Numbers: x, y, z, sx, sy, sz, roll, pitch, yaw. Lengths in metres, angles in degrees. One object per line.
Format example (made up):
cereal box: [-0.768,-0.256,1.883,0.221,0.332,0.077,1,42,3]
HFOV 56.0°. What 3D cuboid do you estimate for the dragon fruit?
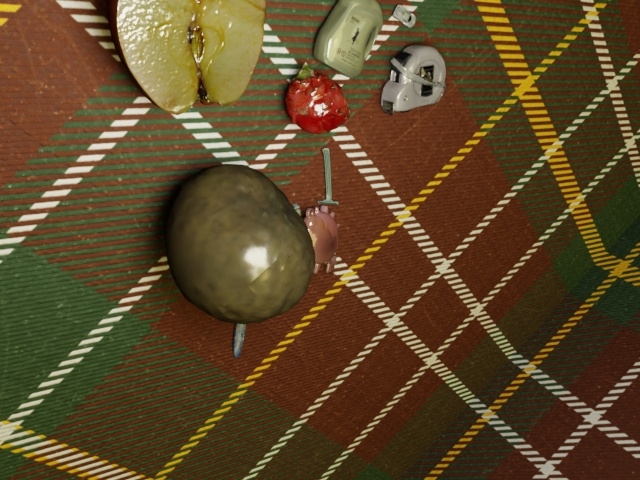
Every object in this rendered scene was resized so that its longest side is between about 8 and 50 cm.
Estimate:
dragon fruit: [-0.012,-0.389,1.714,0.209,0.172,0.172,39,91,-26]

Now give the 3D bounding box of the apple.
apple: [-0.305,-0.479,1.401,0.328,0.295,0.365,8,126,6]

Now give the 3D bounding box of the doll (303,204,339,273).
doll: [0.000,0.000,1.961,0.211,0.093,0.262,-57,141,-27]

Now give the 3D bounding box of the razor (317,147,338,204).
razor: [0.023,-0.206,1.926,0.068,0.037,0.191,3,117,12]

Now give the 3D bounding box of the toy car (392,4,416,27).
toy car: [0.257,-0.678,1.823,0.093,0.025,0.041,17,106,-38]

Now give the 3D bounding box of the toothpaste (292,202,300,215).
toothpaste: [-0.083,-0.040,1.949,0.046,0.034,0.164,-18,124,-20]

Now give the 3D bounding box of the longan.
longan: [-0.224,0.021,1.652,0.404,0.436,0.404,-34,163,-11]

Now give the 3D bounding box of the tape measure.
tape measure: [0.303,-0.512,1.889,0.236,0.120,0.197,-18,122,-30]

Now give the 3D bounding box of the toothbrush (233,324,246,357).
toothbrush: [-0.250,0.217,1.982,0.035,0.042,0.414,13,113,1]

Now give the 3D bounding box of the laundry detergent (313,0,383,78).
laundry detergent: [0.094,-0.604,1.714,0.181,0.091,0.253,17,104,-40]
